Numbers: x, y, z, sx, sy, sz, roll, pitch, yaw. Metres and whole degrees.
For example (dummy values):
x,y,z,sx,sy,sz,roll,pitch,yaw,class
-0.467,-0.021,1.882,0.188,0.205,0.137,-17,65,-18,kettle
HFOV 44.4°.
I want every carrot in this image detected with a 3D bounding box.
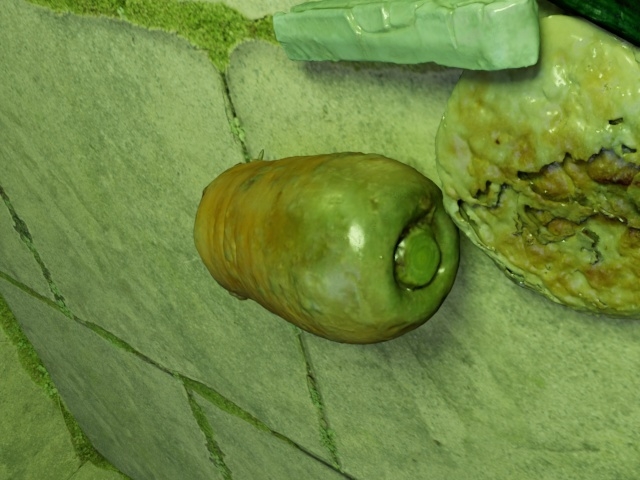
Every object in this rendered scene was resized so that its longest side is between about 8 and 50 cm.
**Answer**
x,y,z,sx,sy,sz,roll,pitch,yaw,class
0.000,0.000,0.953,0.340,0.224,0.224,11,133,48,carrot

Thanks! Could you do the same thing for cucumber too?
x,y,z,sx,sy,sz,roll,pitch,yaw,class
0.215,-0.203,0.623,0.284,0.056,0.056,40,148,28,cucumber

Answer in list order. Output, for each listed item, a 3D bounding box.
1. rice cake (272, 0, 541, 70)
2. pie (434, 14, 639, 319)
x,y,z,sx,sy,sz,roll,pitch,yaw,class
0.073,-0.205,0.759,0.336,0.063,0.066,16,136,50,rice cake
0.251,-0.049,0.741,0.339,0.077,0.339,29,142,25,pie
